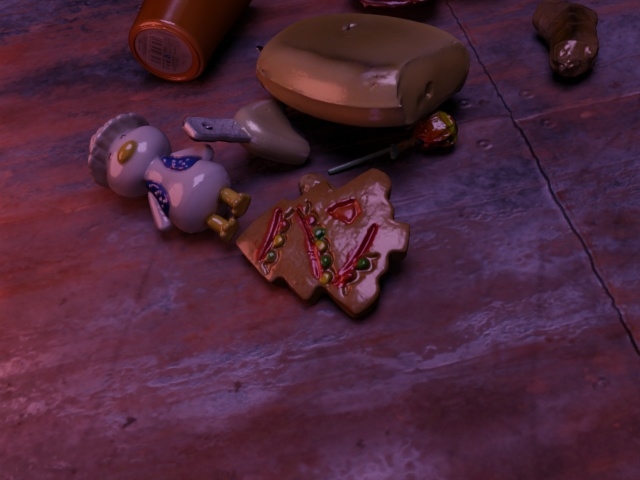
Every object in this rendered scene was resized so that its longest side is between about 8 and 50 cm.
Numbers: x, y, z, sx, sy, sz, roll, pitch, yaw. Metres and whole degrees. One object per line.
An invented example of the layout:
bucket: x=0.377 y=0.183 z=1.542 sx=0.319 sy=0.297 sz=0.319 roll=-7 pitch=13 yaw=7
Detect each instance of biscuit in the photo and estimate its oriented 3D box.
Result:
biscuit: x=0.000 y=0.000 z=1.457 sx=0.238 sy=0.041 sz=0.212 roll=0 pitch=65 yaw=16

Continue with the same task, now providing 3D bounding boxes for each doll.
doll: x=-0.221 y=-0.092 z=1.558 sx=0.293 sy=0.119 sz=0.138 roll=31 pitch=94 yaw=30

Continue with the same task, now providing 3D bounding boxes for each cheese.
cheese: x=-0.104 y=-0.160 z=1.592 sx=0.235 sy=0.050 sz=0.127 roll=-2 pitch=47 yaw=-47
cheese: x=0.045 y=-0.259 z=1.642 sx=0.316 sy=0.128 sz=0.259 roll=14 pitch=27 yaw=36

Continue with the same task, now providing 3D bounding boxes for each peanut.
peanut: x=0.008 y=-0.054 z=1.535 sx=0.054 sy=0.054 sz=0.113 roll=-30 pitch=51 yaw=-20

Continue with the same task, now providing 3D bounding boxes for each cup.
cup: x=-0.223 y=-0.409 z=1.811 sx=0.182 sy=0.226 sz=0.264 roll=-17 pitch=42 yaw=41

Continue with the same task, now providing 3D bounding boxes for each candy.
candy: x=0.104 y=-0.135 z=1.608 sx=0.201 sy=0.060 sz=0.060 roll=-22 pitch=46 yaw=-1

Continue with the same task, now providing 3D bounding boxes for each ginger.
ginger: x=0.385 y=-0.319 z=1.724 sx=0.095 sy=0.069 sz=0.190 roll=0 pitch=45 yaw=1

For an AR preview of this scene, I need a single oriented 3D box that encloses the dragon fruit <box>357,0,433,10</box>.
dragon fruit: x=0.132 y=-0.435 z=1.878 sx=0.161 sy=0.120 sz=0.127 roll=51 pitch=23 yaw=14
